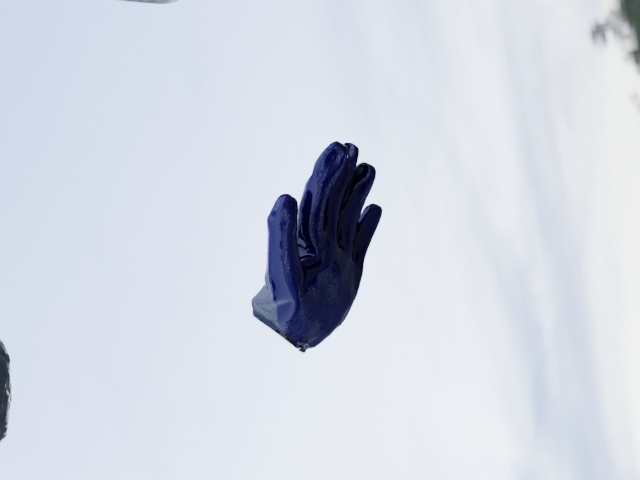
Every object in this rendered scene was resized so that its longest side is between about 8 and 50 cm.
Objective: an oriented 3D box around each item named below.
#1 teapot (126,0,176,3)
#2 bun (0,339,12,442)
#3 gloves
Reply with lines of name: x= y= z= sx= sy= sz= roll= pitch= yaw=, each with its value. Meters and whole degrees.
teapot: x=-0.065 y=-0.111 z=0.354 sx=0.177 sy=0.096 sz=0.087 roll=135 pitch=128 yaw=-65
bun: x=-0.240 y=0.102 z=1.050 sx=0.083 sy=0.141 sz=0.140 roll=31 pitch=-129 yaw=-46
gloves: x=0.000 y=0.000 z=0.691 sx=0.086 sy=0.026 sz=0.064 roll=-63 pitch=-33 yaw=-15
